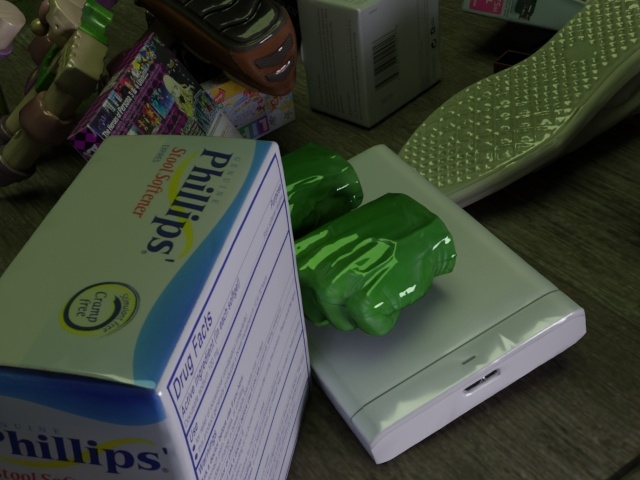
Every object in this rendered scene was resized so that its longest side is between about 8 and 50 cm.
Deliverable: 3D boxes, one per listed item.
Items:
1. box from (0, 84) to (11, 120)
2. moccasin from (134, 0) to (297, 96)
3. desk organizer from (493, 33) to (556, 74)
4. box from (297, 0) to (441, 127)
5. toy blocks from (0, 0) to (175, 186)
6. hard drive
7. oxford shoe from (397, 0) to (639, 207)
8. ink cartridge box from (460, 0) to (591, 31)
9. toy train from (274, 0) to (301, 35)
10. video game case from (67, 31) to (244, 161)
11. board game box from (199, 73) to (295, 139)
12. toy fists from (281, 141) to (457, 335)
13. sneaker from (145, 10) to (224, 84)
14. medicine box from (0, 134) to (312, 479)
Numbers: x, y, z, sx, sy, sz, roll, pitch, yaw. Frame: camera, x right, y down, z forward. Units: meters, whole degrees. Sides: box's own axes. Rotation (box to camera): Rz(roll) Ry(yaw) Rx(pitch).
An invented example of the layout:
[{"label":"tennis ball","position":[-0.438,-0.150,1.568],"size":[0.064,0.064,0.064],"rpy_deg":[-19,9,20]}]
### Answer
[{"label":"box","position":[-0.603,-0.217,1.278],"size":[0.290,0.169,0.087],"rpy_deg":[10,38,24]},{"label":"moccasin","position":[-0.160,-0.324,1.178],"size":[0.380,0.147,0.139],"rpy_deg":[38,73,28]},{"label":"desk organizer","position":[0.302,-0.260,1.270],"size":[0.047,0.050,0.130],"rpy_deg":[21,45,32]},{"label":"box","position":[0.074,-0.287,1.237],"size":[0.119,0.181,0.182],"rpy_deg":[25,48,35]},{"label":"toy blocks","position":[-0.383,-0.218,1.178],"size":[0.260,0.309,0.289],"rpy_deg":[-40,36,29]},{"label":"hard drive","position":[0.063,0.040,0.896],"size":[0.233,0.047,0.353],"rpy_deg":[-29,41,-12]},{"label":"oxford shoe","position":[0.283,-0.155,1.087],"size":[0.449,0.130,0.169],"rpy_deg":[-37,48,-12]},{"label":"ink cartridge box","position":[0.392,-0.339,1.301],"size":[0.311,0.065,0.185],"rpy_deg":[25,25,32]},{"label":"toy train","position":[-0.107,-0.474,1.468],"size":[0.334,0.142,0.190],"rpy_deg":[38,48,4]},{"label":"video game case","position":[-0.177,-0.112,1.038],"size":[0.041,0.210,0.232],"rpy_deg":[-25,30,27]},{"label":"board game box","position":[-0.107,-0.186,1.201],"size":[0.154,0.103,0.026],"rpy_deg":[-31,43,-28]},{"label":"toy fists","position":[0.000,0.000,0.859],"size":[0.142,0.096,0.279],"rpy_deg":[-28,39,-21]},{"label":"sneaker","position":[-0.151,-0.310,1.351],"size":[0.147,0.130,0.330],"rpy_deg":[-26,41,-19]},{"label":"medicine box","position":[-0.115,0.108,0.662],"size":[0.149,0.289,0.263],"rpy_deg":[3,38,13]}]
